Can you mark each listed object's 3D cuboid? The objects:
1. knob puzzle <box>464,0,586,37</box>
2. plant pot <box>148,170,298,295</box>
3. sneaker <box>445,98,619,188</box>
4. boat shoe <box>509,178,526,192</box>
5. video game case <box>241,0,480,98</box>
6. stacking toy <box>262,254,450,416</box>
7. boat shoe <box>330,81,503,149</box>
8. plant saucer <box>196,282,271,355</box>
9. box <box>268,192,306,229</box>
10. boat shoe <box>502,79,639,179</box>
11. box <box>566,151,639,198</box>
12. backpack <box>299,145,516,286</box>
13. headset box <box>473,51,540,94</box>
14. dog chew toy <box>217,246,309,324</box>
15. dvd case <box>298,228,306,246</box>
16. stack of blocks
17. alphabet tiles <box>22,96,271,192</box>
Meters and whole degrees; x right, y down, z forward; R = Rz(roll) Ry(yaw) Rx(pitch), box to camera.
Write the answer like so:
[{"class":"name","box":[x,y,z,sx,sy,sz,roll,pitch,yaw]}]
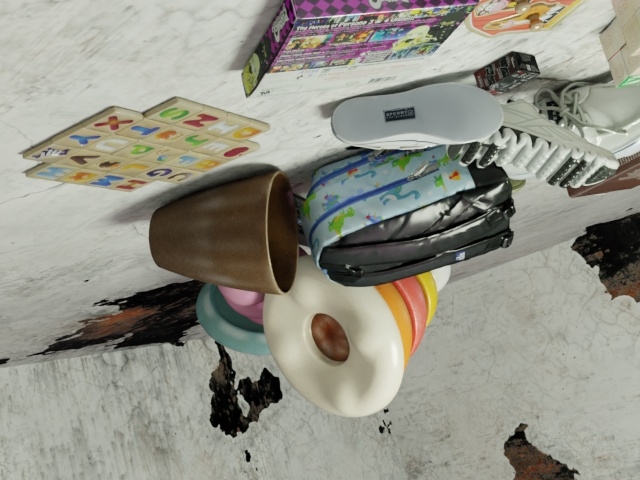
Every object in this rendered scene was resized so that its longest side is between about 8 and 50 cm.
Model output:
[{"class":"knob puzzle","box":[0.264,-0.294,1.168,0.213,0.030,0.213,-14,169,-3]},{"class":"plant pot","box":[-0.175,-0.008,1.635,0.230,0.216,0.215,-2,172,12]},{"class":"sneaker","box":[0.345,-0.165,1.493,0.292,0.118,0.110,13,153,-13]},{"class":"boat shoe","box":[0.300,-0.104,1.948,0.302,0.113,0.103,-7,161,-39]},{"class":"video game case","box":[0.041,-0.239,1.113,0.232,0.042,0.210,-11,168,-22]},{"class":"stacking toy","box":[0.143,0.133,2.013,0.350,0.351,0.480,-26,180,45]},{"class":"boat shoe","box":[0.143,-0.185,1.410,0.258,0.095,0.084,1,177,-3]},{"class":"plant saucer","box":[-0.144,0.151,2.280,0.317,0.318,0.044,-10,134,-22]},{"class":"box","box":[-0.123,-0.044,1.844,0.175,0.051,0.220,-18,168,16]},{"class":"boat shoe","box":[0.423,-0.209,1.607,0.367,0.136,0.156,-15,159,41]},{"class":"box","box":[0.659,-0.213,1.824,0.191,0.143,0.381,-9,166,-29]},{"class":"backpack","box":[0.143,-0.047,1.698,0.355,0.273,0.290,-30,154,-2]},{"class":"headset box","box":[0.277,-0.249,1.403,0.062,0.032,0.083,-3,165,-45]},{"class":"dog chew toy","box":[-0.130,0.087,2.081,0.206,0.207,0.332,-17,169,13]},{"class":"dvd case","box":[0.000,0.000,2.073,0.180,0.022,0.253,15,174,12]},{"class":"stack of blocks","box":[0.485,-0.307,1.243,0.171,0.087,0.297,-13,169,-11]},{"class":"alphabet tiles","box":[-0.247,-0.131,1.357,0.285,0.011,0.342,-21,168,26]}]
